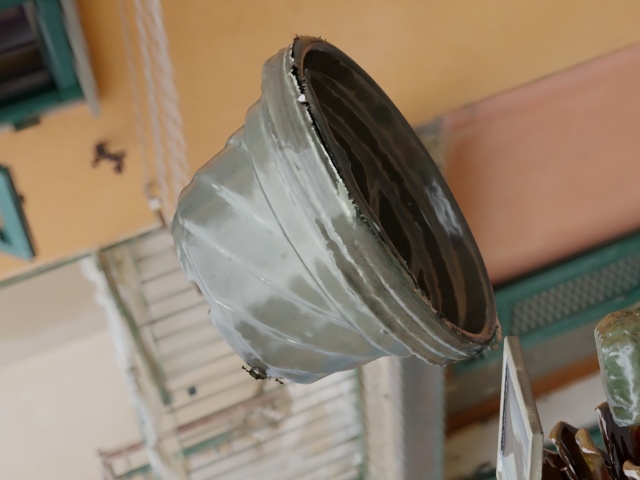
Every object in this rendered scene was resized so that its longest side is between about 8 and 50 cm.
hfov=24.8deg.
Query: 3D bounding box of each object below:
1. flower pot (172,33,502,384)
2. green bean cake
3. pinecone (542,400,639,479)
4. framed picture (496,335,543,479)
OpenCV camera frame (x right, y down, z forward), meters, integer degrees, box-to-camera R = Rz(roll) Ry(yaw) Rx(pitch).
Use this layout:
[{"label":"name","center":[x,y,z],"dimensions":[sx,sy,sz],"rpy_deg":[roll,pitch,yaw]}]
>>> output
[{"label":"flower pot","center":[0.000,0.000,0.915],"dimensions":[0.235,0.140,0.235],"rpy_deg":[49,-162,-22]},{"label":"green bean cake","center":[0.347,0.101,1.338],"dimensions":[0.185,0.183,0.094],"rpy_deg":[-19,-82,-81]},{"label":"pinecone","center":[0.393,0.325,1.621],"dimensions":[0.384,0.384,0.384],"rpy_deg":[159,90,-77]},{"label":"framed picture","center":[0.175,0.191,1.287],"dimensions":[0.203,0.015,0.150],"rpy_deg":[-87,-3,-70]}]
